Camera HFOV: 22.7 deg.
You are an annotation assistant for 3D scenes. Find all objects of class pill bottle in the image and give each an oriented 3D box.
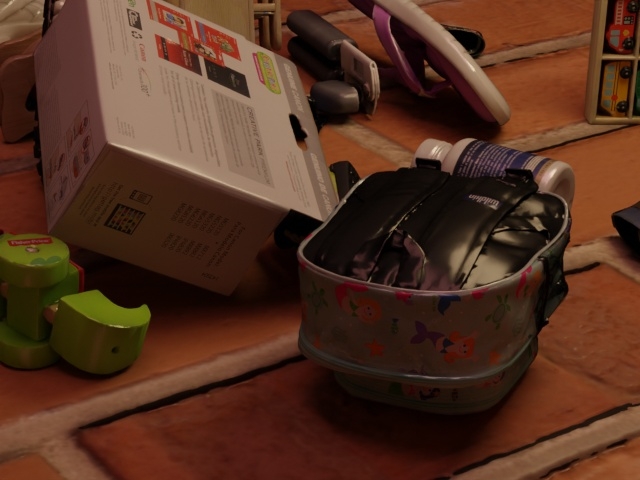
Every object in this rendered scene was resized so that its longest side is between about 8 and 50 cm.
[{"bbox_3d":[0.187,-0.061,1.767,0.169,0.094,0.094,17,30,27],"label":"pill bottle"}]

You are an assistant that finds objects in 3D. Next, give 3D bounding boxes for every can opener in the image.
[{"bbox_3d":[0.001,-0.238,2.138,0.095,0.076,0.283,-12,27,-20],"label":"can opener"}]

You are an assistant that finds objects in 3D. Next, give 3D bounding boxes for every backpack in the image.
[{"bbox_3d":[0.095,0.047,1.431,0.225,0.191,0.253,10,20,20],"label":"backpack"}]

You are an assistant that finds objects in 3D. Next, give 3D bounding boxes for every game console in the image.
[{"bbox_3d":[-0.057,-0.171,2.004,0.122,0.107,0.071,6,55,9],"label":"game console"}]

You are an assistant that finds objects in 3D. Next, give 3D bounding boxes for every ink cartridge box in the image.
[{"bbox_3d":[-0.141,-0.103,1.640,0.272,0.130,0.309,20,33,-27],"label":"ink cartridge box"}]

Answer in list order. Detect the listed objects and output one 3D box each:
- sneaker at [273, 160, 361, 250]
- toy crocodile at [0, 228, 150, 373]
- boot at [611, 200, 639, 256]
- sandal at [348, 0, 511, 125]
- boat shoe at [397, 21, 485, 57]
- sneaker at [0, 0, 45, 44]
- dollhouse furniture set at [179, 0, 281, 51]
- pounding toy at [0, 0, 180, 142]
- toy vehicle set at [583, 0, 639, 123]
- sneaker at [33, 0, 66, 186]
[{"bbox_3d":[0.000,0.000,1.679,0.097,0.084,0.235,-23,23,14],"label":"sneaker"},{"bbox_3d":[-0.309,0.029,1.523,0.340,0.115,0.105,23,30,32],"label":"toy crocodile"},{"bbox_3d":[0.393,0.012,1.690,0.106,0.082,0.219,-22,33,0],"label":"boot"},{"bbox_3d":[0.113,-0.251,2.121,0.102,0.169,0.416,-44,45,4],"label":"sandal"},{"bbox_3d":[0.170,-0.286,2.277,0.133,0.049,0.042,2,18,-11],"label":"boat shoe"},{"bbox_3d":[-0.422,-0.360,2.265,0.114,0.152,0.305,18,28,33],"label":"sneaker"},{"bbox_3d":[-0.157,-0.265,2.161,0.212,0.161,0.242,-3,5,-12],"label":"dollhouse furniture set"},{"bbox_3d":[-0.289,-0.218,2.013,0.269,0.154,0.155,-24,30,-8],"label":"pounding toy"},{"bbox_3d":[0.433,-0.278,2.038,0.166,0.267,0.035,-1,25,-5],"label":"toy vehicle set"},{"bbox_3d":[-0.246,-0.184,1.824,0.147,0.130,0.330,8,64,-15],"label":"sneaker"}]
